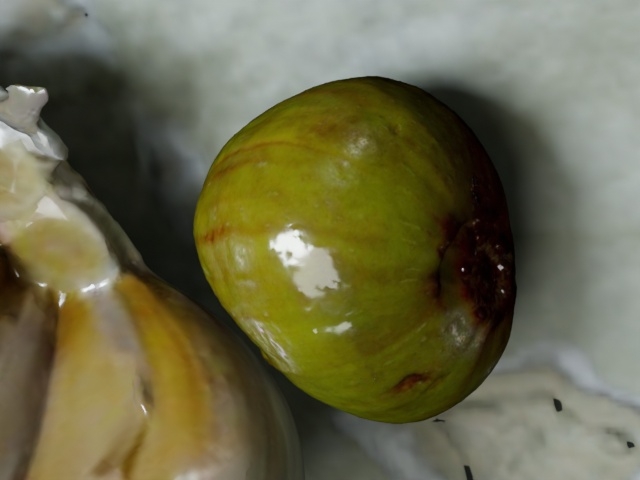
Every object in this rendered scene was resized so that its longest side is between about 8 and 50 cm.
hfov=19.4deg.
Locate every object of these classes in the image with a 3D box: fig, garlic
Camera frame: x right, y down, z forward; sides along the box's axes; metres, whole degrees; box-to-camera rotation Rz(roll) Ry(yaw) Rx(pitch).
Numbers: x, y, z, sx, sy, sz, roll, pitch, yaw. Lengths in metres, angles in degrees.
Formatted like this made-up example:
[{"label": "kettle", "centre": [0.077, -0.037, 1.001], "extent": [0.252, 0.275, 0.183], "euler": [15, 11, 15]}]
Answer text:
[{"label": "fig", "centre": [0.000, 0.000, 0.465], "extent": [0.098, 0.084, 0.082], "euler": [8, 82, 30]}, {"label": "garlic", "centre": [-0.122, 0.037, 0.460], "extent": [0.207, 0.256, 0.207], "euler": [-4, 79, 19]}]
